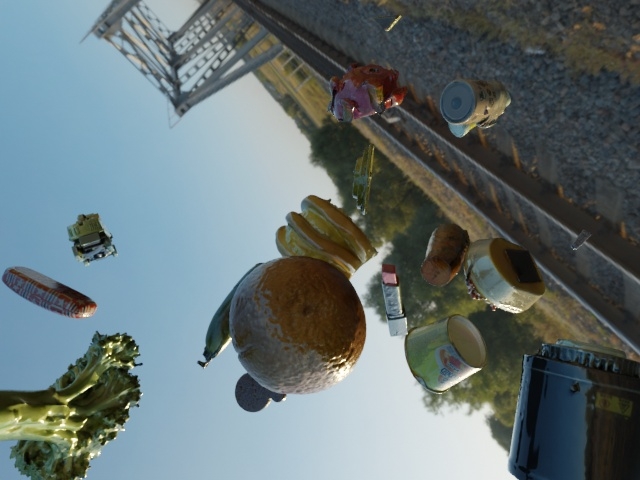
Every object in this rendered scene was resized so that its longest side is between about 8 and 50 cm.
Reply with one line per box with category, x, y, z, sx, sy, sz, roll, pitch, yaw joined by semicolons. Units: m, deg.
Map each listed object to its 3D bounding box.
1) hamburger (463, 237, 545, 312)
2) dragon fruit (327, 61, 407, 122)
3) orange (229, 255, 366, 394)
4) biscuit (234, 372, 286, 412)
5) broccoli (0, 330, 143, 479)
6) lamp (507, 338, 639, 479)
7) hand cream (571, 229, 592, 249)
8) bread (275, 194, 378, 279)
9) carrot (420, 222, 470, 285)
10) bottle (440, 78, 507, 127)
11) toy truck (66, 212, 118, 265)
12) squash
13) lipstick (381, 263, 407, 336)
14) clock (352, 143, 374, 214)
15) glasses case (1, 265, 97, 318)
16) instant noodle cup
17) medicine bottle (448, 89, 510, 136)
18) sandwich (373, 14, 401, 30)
hamburger;0.575;0.109;1.365;0.295;0.151;0.227;18;-124;-26
dragon fruit;0.065;-0.226;0.636;0.126;0.112;0.068;47;161;59
orange;-0.055;0.198;1.013;0.322;0.322;0.357;52;166;9
biscuit;-0.198;0.497;1.498;0.180;0.236;0.039;52;-175;15
broccoli;-0.622;0.418;0.967;0.397;0.274;0.354;-34;-59;-70
lamp;0.435;0.306;0.716;0.204;0.273;0.374;7;-172;25
hand cream;0.832;-0.002;1.371;0.030;0.093;0.019;40;159;27
bread;0.000;0.000;1.379;0.315;0.270;0.211;42;158;27
carrot;0.406;0.044;1.406;0.139;0.138;0.302;51;-142;-1
bottle;0.333;-0.289;0.902;0.152;0.099;0.099;-12;-125;-36
toy truck;-0.556;-0.011;1.040;0.116;0.085;0.191;70;158;2
squash;-0.237;0.198;1.179;0.087;0.332;0.087;32;172;5
lipstick;0.180;0.145;1.045;0.312;0.051;0.051;72;-168;-51
clock;0.139;-0.203;1.415;0.056;0.237;0.237;7;-176;8
glasses case;-0.543;0.108;0.852;0.194;0.049;0.073;23;177;8
instant noodle cup;0.468;0.403;1.577;0.264;0.200;0.265;24;-135;-26
medicine bottle;0.533;-0.427;1.431;0.074;0.218;0.074;52;165;20
sandwich;0.210;-0.680;1.342;0.031;0.083;0.044;-45;-44;-54
